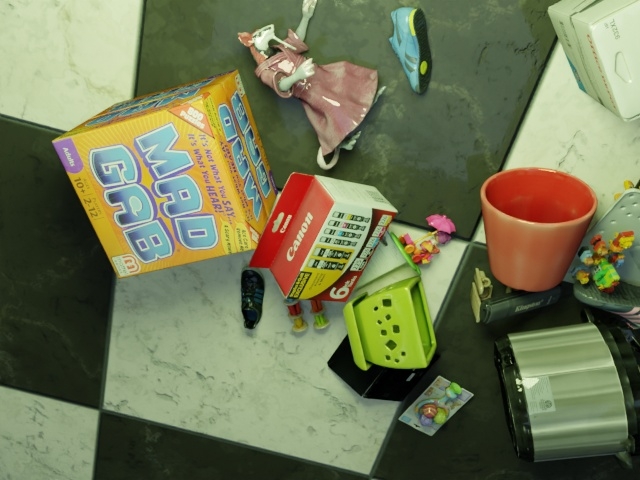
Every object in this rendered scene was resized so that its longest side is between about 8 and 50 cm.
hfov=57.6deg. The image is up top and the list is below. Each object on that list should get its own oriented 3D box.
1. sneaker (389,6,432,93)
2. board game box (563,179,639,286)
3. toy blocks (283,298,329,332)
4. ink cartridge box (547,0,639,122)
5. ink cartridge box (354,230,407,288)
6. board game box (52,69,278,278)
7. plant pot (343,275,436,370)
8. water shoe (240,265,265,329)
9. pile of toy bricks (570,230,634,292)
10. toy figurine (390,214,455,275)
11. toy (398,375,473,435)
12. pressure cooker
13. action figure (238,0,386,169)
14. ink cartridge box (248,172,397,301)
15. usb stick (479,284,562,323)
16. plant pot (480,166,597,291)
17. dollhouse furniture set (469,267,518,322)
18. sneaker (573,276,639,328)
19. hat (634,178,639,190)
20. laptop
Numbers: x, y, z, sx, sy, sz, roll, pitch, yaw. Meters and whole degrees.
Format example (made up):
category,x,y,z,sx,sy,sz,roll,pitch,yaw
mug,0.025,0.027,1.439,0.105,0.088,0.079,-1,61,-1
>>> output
category,x,y,z,sx,sy,sz,roll,pitch,yaw
sneaker,0.216,-0.459,1.415,0.082,0.069,0.209,13,133,36
board game box,0.869,0.020,1.509,0.390,0.050,0.390,13,144,-1
toy blocks,-0.046,0.200,1.771,0.123,0.054,0.148,-10,115,11
ink cartridge box,0.626,-0.415,1.253,0.129,0.307,0.223,-26,112,17
ink cartridge box,0.112,0.024,1.671,0.208,0.045,0.206,-29,110,19
board game box,-0.348,-0.174,1.441,0.357,0.356,0.356,-12,115,11
plant pot,0.194,0.238,1.649,0.207,0.228,0.227,-14,90,20
water shoe,-0.205,0.175,1.758,0.073,0.080,0.203,0,117,5
pile of toy bricks,0.716,0.073,1.465,0.118,0.105,0.212,-9,146,-8
toy figurine,0.304,0.001,1.618,0.159,0.130,0.173,-33,132,10
toy,0.378,0.561,1.914,0.137,0.056,0.237,29,116,-8
pressure cooker,0.727,0.422,1.634,0.421,0.375,0.369,-11,112,12
action figure,-0.041,-0.396,1.425,0.370,0.248,0.275,28,143,-10
ink cartridge box,0.000,0.000,1.507,0.272,0.130,0.309,7,122,-35
usb stick,0.563,0.172,1.636,0.278,0.045,0.077,-11,121,-24
plant pot,0.545,-0.019,1.502,0.275,0.275,0.243,-2,126,6
dollhouse furniture set,0.518,0.142,1.650,0.151,0.123,0.144,4,117,3
sneaker,0.838,0.189,1.592,0.319,0.112,0.131,11,131,4
hat,0.979,-0.110,1.475,0.332,0.134,0.331,3,117,5
laptop,0.200,0.382,1.864,0.264,0.136,0.234,15,121,-31
